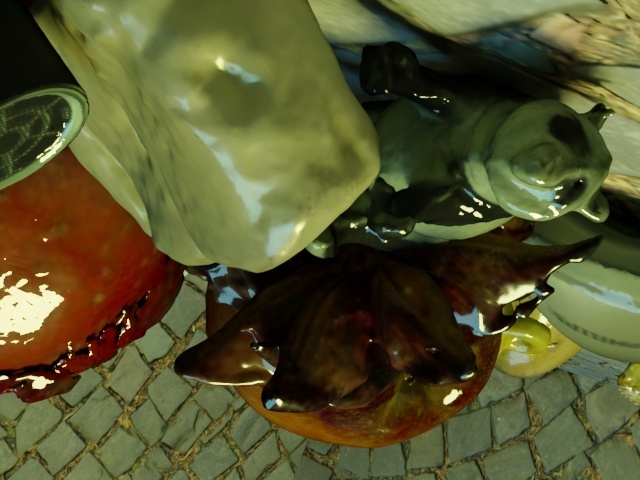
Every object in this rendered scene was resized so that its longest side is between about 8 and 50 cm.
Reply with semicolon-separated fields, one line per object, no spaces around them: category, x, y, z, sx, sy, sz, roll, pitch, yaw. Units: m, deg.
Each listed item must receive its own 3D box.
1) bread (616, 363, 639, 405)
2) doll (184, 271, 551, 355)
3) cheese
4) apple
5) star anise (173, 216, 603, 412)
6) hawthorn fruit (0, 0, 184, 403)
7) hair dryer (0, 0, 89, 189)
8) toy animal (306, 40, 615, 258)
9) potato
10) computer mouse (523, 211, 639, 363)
bread;0.407;0.154;1.259;0.184;0.111;0.234;30;180;15
doll;-0.022;0.001;1.183;0.423;0.161;0.348;5;148;46
cheese;-0.066;-0.069;0.589;0.159;0.093;0.263;59;163;-13
apple;0.027;0.054;0.919;0.230;0.230;0.230;21;176;2
star anise;0.040;0.040;0.738;0.272;0.272;0.103;16;133;46
hawthorn fruit;-0.236;-0.043;0.793;0.316;0.316;0.316;21;176;2
hair dryer;-0.166;-0.150;0.456;0.196;0.078;0.248;54;156;13
toy animal;0.060;-0.038;0.608;0.121;0.094;0.225;4;173;-18
potato;0.225;0.093;1.357;0.182;0.117;0.202;25;175;-17
computer mouse;0.221;0.043;0.901;0.197;0.095;0.331;24;177;21
